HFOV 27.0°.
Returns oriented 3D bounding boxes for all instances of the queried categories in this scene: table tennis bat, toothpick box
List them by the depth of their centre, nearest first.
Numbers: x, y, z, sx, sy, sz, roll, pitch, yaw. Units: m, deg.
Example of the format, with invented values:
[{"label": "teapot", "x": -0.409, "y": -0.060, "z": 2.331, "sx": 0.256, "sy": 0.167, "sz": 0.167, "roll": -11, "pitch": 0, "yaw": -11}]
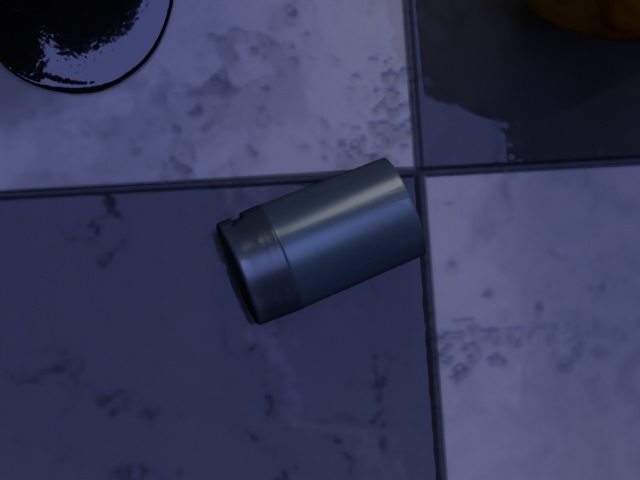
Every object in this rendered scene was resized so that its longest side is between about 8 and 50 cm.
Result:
[{"label": "toothpick box", "x": 0.000, "y": 0.000, "z": 0.611, "sx": 0.083, "sy": 0.052, "sz": 0.052, "roll": -22, "pitch": 89, "yaw": -9}, {"label": "table tennis bat", "x": -0.115, "y": -0.148, "z": 0.626, "sx": 0.095, "sy": 0.014, "sz": 0.158, "roll": 2, "pitch": 88, "yaw": -5}]

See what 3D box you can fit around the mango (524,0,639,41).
[{"label": "mango", "x": 0.191, "y": -0.236, "z": 0.587, "sx": 0.350, "sy": 0.201, "sz": 0.199, "roll": -48, "pitch": 112, "yaw": -18}]
